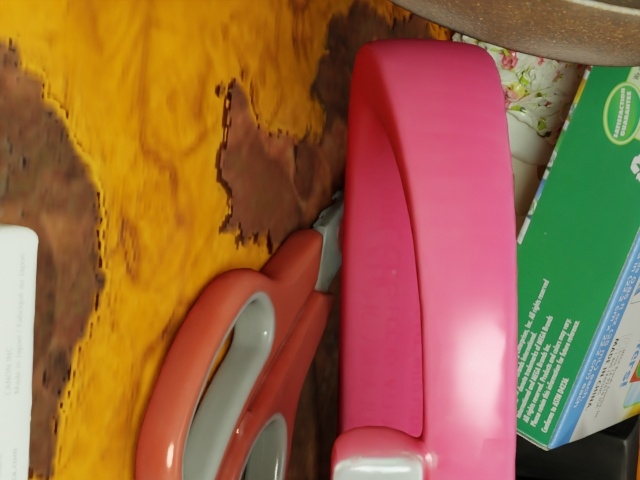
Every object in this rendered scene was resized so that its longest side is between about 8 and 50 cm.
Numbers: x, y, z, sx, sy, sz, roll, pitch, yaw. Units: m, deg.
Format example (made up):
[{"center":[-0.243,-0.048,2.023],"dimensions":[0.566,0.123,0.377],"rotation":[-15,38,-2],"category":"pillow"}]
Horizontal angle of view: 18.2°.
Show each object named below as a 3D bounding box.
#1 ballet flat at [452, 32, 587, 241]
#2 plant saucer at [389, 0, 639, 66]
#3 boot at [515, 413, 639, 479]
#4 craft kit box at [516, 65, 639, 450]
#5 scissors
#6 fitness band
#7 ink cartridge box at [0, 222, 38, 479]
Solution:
[{"center":[0.110,-0.031,0.941],"dimensions":[0.077,0.091,0.241],"rotation":[-52,144,-10],"category":"ballet flat"},{"center":[0.068,-0.109,0.703],"dimensions":[0.198,0.198,0.036],"rotation":[-40,151,-58],"category":"plant saucer"},{"center":[0.075,0.233,0.945],"dimensions":[0.264,0.096,0.280],"rotation":[-43,141,-67],"category":"boot"},{"center":[0.178,-0.043,0.896],"dimensions":[0.246,0.061,0.250],"rotation":[-5,120,-57],"category":"craft kit box"},{"center":[0.000,0.000,0.762],"dimensions":[0.109,0.021,0.297],"rotation":[71,34,-44],"category":"scissors"},{"center":[0.030,0.074,0.675],"dimensions":[0.209,0.054,0.291],"rotation":[-87,180,-58],"category":"fitness band"},{"center":[-0.143,0.070,0.448],"dimensions":[0.179,0.045,0.145],"rotation":[-4,99,-48],"category":"ink cartridge box"}]
